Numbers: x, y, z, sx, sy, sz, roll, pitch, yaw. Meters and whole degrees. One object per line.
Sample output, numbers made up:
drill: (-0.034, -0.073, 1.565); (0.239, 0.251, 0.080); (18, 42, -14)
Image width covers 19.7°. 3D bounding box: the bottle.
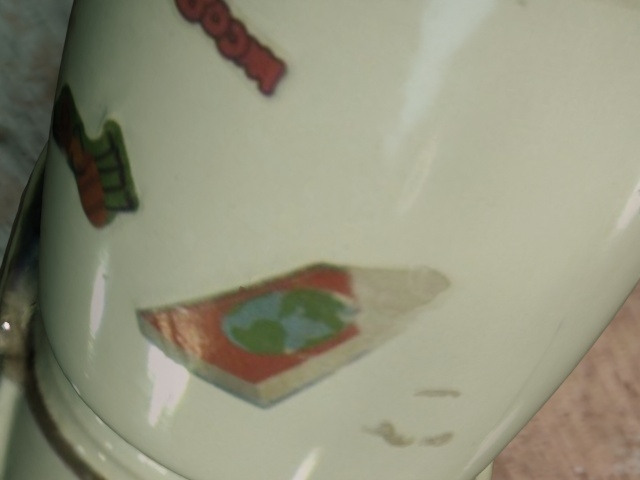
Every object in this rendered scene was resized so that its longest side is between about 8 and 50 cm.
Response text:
bottle: (0.000, 0.000, 0.634); (0.229, 0.229, 0.352); (16, 123, -8)
